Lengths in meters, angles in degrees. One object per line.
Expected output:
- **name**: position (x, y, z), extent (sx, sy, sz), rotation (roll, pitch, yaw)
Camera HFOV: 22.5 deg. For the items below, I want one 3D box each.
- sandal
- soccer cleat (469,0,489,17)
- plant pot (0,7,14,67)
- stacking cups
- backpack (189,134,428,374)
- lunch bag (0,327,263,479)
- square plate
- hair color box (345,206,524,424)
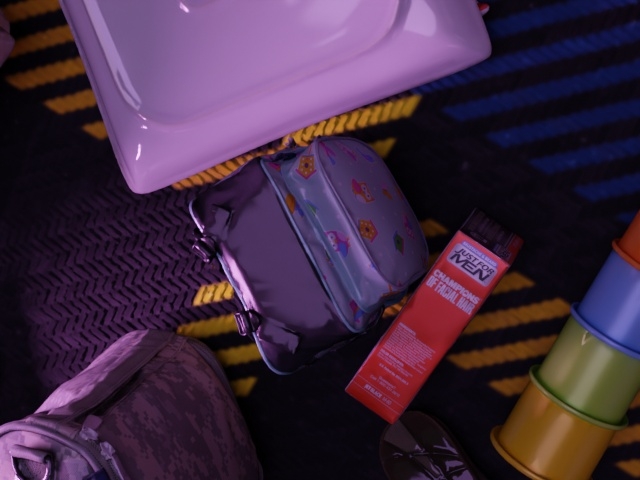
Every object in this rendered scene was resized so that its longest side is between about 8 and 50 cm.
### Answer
- **sandal**: position (0.122, 0.245, 1.367), extent (0.090, 0.060, 0.219), rotation (-34, 77, 13)
- **soccer cleat**: position (0.102, -0.166, 1.294), extent (0.083, 0.029, 0.035), rotation (-23, 104, 22)
- **plant pot**: position (-0.427, -0.119, 1.316), extent (0.334, 0.334, 0.305), rotation (42, 99, 3)
- **stacking cups**: position (0.245, 0.048, 1.264), extent (0.096, 0.096, 0.316), rotation (29, 108, 8)
- **backpack**: position (0.000, 0.000, 1.275), extent (0.144, 0.188, 0.166), rotation (-32, 88, 14)
- **lunch bag**: position (-0.177, 0.225, 1.310), extent (0.213, 0.305, 0.256), rotation (7, 105, 13)
- **square plate**: position (-0.080, -0.246, 1.301), extent (0.347, 0.049, 0.344), rotation (-20, 95, 22)
- **hair color box**: position (0.094, 0.061, 1.310), extent (0.053, 0.093, 0.167), rotation (35, 109, 5)
